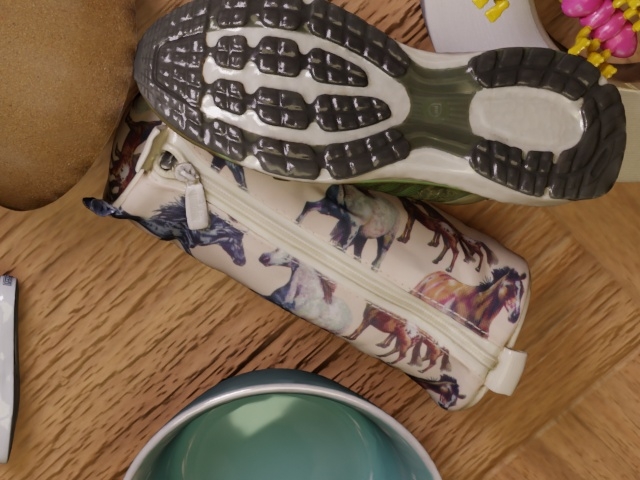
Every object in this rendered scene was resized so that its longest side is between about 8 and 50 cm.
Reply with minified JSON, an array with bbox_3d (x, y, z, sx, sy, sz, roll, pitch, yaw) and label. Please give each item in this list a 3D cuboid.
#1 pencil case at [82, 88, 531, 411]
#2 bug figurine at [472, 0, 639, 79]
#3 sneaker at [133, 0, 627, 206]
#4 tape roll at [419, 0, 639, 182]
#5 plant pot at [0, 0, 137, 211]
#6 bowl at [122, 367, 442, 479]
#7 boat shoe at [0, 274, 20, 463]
[{"bbox_3d":[0.000,0.000,1.732,0.410,0.183,0.160,30,111,-14],"label":"pencil case"},{"bbox_3d":[0.253,-0.264,1.633,0.279,0.072,0.216,-37,114,5],"label":"bug figurine"},{"bbox_3d":[0.037,-0.092,1.629,0.410,0.182,0.158,12,75,-13],"label":"sneaker"},{"bbox_3d":[0.281,-0.241,1.719,0.392,0.072,0.392,-1,110,-3],"label":"tape roll"},{"bbox_3d":[-0.322,-0.166,1.573,0.254,0.237,0.237,16,112,-41],"label":"plant pot"},{"bbox_3d":[-0.040,0.244,1.831,0.312,0.163,0.311,-1,111,-4],"label":"bowl"},{"bbox_3d":[-0.326,0.119,1.824,0.083,0.065,0.183,2,103,-3],"label":"boat shoe"}]
